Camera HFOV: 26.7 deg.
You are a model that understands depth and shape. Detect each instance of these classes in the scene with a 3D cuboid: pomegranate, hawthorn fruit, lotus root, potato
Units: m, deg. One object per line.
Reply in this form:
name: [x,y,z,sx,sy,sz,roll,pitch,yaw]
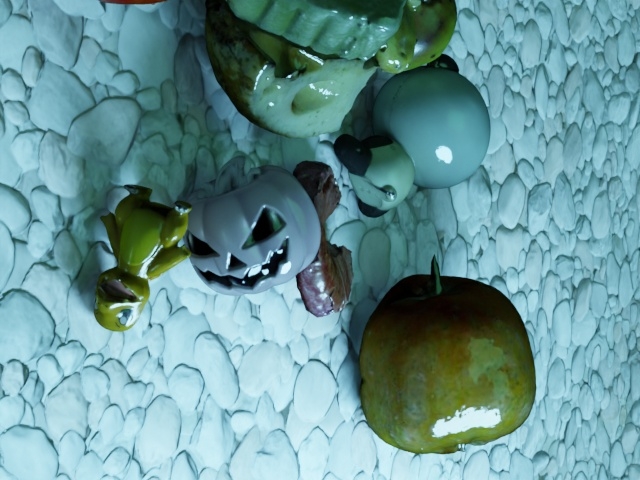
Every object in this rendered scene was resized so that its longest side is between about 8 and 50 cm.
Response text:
pomegranate: [0.115,-0.319,1.955,0.205,0.159,0.159,118,-8,-68]
hawthorn fruit: [0.187,0.167,2.019,0.268,0.268,0.300,-10,96,-53]
lotus root: [-0.054,-0.244,1.778,0.314,0.142,0.210,9,46,-49]
potato: [0.076,-0.328,1.778,0.117,0.090,0.225,-4,80,-46]

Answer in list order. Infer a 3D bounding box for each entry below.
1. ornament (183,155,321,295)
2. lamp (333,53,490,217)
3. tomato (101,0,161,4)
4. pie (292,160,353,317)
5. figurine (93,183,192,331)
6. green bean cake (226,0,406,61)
ornament: [-0.091,-0.021,1.696,0.177,0.177,0.177,-4,95,-53]
lamp: [0.143,-0.150,2.011,0.244,0.198,0.197,-41,126,-20]
tomato: [-0.201,-0.364,1.438,0.309,0.170,0.309,-9,124,-13]
pie: [0.000,0.000,1.867,0.204,0.054,0.218,-70,152,-63]
figurine: [-0.215,0.028,1.613,0.176,0.121,0.122,-64,167,-9]
green bean cake: [0.001,-0.350,1.635,0.227,0.125,0.222,22,68,-14]
